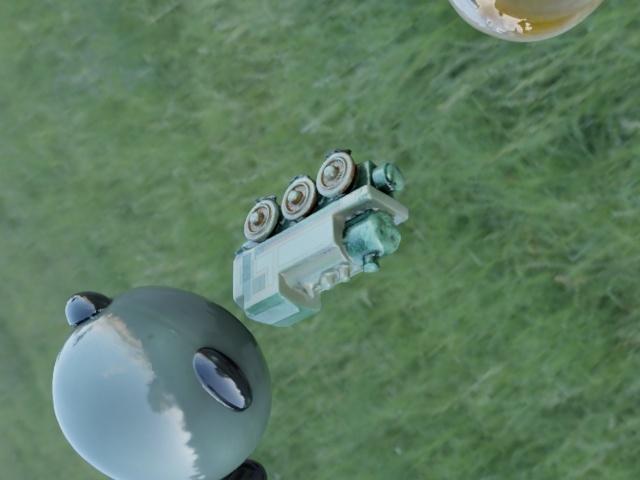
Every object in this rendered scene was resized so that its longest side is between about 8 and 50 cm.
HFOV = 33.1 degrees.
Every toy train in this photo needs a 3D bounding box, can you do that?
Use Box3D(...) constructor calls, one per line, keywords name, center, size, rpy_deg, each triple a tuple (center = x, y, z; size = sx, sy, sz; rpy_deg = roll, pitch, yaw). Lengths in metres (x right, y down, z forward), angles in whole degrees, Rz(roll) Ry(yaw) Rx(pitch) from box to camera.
Box3D(name="toy train", center=(0.000, 0.000, 1.017), size=(0.081, 0.194, 0.125), rpy_deg=(27, -132, -39))

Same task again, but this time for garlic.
Box3D(name="garlic", center=(0.288, -0.436, 1.465), size=(0.249, 0.313, 0.286), rpy_deg=(91, 158, -65))

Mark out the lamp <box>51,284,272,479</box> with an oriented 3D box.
Box3D(name="lamp", center=(-0.135, 0.151, 0.963), size=(0.198, 0.198, 0.243), rpy_deg=(41, 152, 35))
